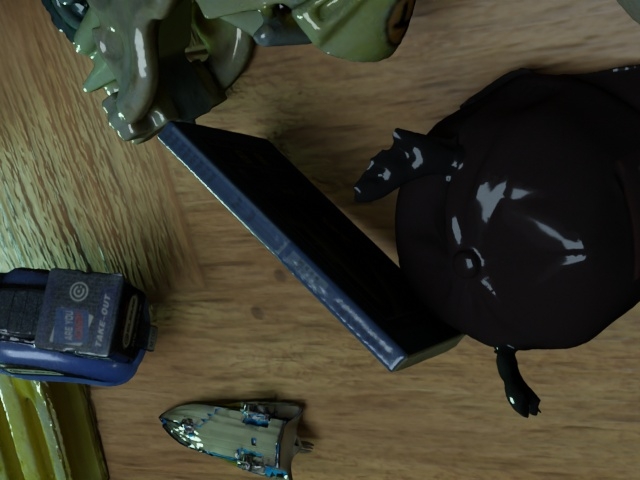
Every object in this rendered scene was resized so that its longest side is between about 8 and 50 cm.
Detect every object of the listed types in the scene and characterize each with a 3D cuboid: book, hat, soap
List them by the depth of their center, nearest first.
[{"bbox_3d":[0.185,-0.006,0.775,0.336,0.209,0.238,-11,106,31],"label":"hat"},{"bbox_3d":[0.000,0.000,0.864,0.269,0.191,0.025,45,104,16],"label":"book"},{"bbox_3d":[-0.352,0.217,1.265,0.134,0.076,0.233,8,119,25],"label":"soap"}]

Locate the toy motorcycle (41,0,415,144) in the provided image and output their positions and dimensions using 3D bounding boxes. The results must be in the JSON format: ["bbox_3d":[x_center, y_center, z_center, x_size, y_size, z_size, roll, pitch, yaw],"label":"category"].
[{"bbox_3d":[-0.076,-0.222,0.835,0.410,0.168,0.237,-17,99,40],"label":"toy motorcycle"}]

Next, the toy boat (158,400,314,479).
[{"bbox_3d":[-0.106,0.212,1.139,0.210,0.066,0.085,3,83,37],"label":"toy boat"}]

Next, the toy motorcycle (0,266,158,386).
[{"bbox_3d":[-0.347,0.074,1.080,0.358,0.212,0.125,4,75,13],"label":"toy motorcycle"}]

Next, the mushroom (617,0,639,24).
[{"bbox_3d":[0.343,-0.166,0.658,0.350,0.128,0.128,11,119,19],"label":"mushroom"}]
